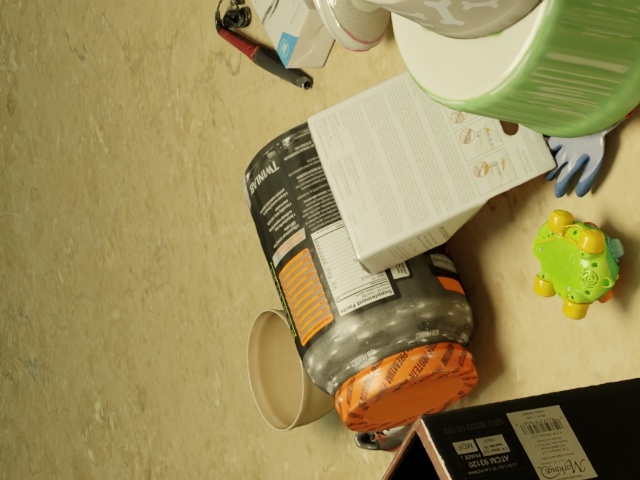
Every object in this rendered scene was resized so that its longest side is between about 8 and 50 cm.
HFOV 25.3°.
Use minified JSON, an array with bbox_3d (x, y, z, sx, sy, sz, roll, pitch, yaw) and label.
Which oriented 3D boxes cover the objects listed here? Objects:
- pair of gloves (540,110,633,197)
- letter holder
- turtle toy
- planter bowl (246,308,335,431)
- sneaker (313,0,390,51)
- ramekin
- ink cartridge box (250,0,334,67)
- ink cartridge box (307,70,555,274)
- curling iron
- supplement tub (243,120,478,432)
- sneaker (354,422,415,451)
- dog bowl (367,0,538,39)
[{"bbox_3d":[0.250,-0.148,1.460,0.159,0.023,0.198,-56,45,49],"label":"pair of gloves"},{"bbox_3d":[0.209,0.259,1.314,0.152,0.301,0.214,64,145,33],"label":"letter holder"},{"bbox_3d":[0.256,0.016,1.431,0.130,0.066,0.095,42,128,52],"label":"turtle toy"},{"bbox_3d":[-0.015,0.167,1.903,0.162,0.109,0.162,17,109,60],"label":"planter bowl"},{"bbox_3d":[0.059,-0.347,1.689,0.111,0.103,0.252,30,121,58],"label":"sneaker"},{"bbox_3d":[0.197,-0.254,1.369,0.303,0.148,0.304,-7,82,58],"label":"ramekin"},{"bbox_3d":[-0.039,-0.328,1.913,0.180,0.060,0.104,63,145,34],"label":"ink cartridge box"},{"bbox_3d":[0.120,-0.095,1.543,0.066,0.232,0.189,51,-162,-63],"label":"ink cartridge box"},{"bbox_3d":[-0.087,-0.278,2.033,0.274,0.035,0.068,49,136,47],"label":"curling iron"},{"bbox_3d":[0.050,0.037,1.664,0.207,0.207,0.338,-53,50,51],"label":"supplement tub"},{"bbox_3d":[0.091,0.229,1.767,0.158,0.064,0.061,-52,50,51],"label":"sneaker"},{"bbox_3d":[0.111,-0.360,1.279,0.348,0.102,0.349,-5,84,57],"label":"dog bowl"}]
